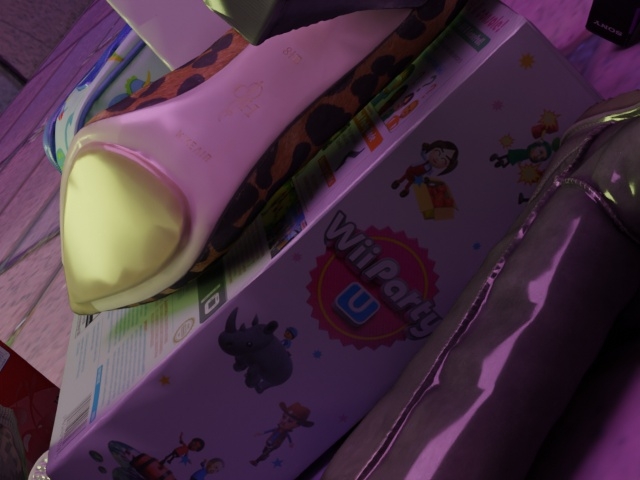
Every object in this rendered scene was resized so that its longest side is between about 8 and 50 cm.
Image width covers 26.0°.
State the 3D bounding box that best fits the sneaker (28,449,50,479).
[{"bbox_3d":[-0.100,0.167,0.691,0.051,0.070,0.134,-37,50,17],"label":"sneaker"}]

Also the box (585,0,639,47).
[{"bbox_3d":[0.181,-0.188,0.693,0.116,0.029,0.162,-55,-16,-25],"label":"box"}]

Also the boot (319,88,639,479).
[{"bbox_3d":[0.091,0.028,0.506,0.208,0.076,0.189,-47,4,-20],"label":"boot"}]

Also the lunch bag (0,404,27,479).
[{"bbox_3d":[-0.223,0.227,0.607,0.287,0.169,0.235,-44,27,23],"label":"lunch bag"}]

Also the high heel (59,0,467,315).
[{"bbox_3d":[-0.021,-0.060,0.687,0.186,0.093,0.261,-26,-20,-47],"label":"high heel"}]

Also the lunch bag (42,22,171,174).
[{"bbox_3d":[-0.065,-0.090,0.933,0.219,0.176,0.090,-54,20,-19],"label":"lunch bag"}]

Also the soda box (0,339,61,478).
[{"bbox_3d":[-0.275,0.194,0.952,0.092,0.083,0.263,-31,23,39],"label":"soda box"}]

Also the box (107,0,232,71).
[{"bbox_3d":[-0.033,-0.147,0.770,0.130,0.091,0.170,-44,-10,6],"label":"box"}]

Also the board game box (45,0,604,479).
[{"bbox_3d":[0.000,0.000,0.729,0.303,0.097,0.224,-44,18,10],"label":"board game box"}]
